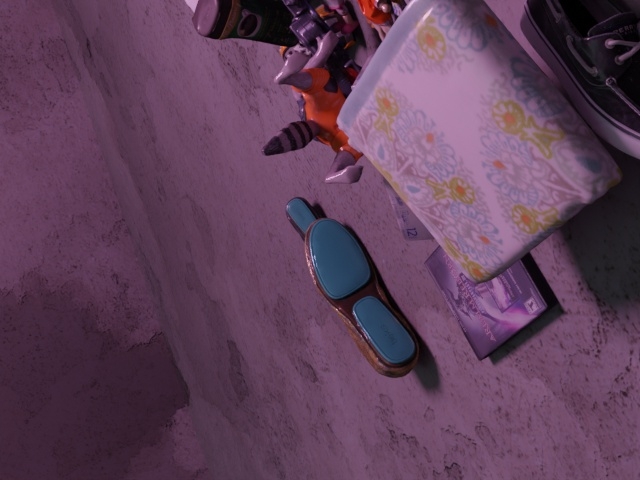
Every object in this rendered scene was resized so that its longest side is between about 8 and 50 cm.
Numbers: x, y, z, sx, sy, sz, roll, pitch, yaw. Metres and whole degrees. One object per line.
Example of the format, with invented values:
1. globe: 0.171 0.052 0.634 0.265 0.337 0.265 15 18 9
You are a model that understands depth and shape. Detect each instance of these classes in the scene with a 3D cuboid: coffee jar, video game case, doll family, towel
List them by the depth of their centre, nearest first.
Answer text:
1. towel: 0.186 -0.128 1.427 0.320 0.090 0.374 49 156 5
2. doll family: 0.069 -0.399 1.709 0.163 0.118 0.263 60 168 -31
3. video game case: 0.263 0.065 1.797 0.196 0.026 0.274 62 156 14
4. coffee jar: -0.117 -0.376 1.862 0.096 0.184 0.079 -62 41 37

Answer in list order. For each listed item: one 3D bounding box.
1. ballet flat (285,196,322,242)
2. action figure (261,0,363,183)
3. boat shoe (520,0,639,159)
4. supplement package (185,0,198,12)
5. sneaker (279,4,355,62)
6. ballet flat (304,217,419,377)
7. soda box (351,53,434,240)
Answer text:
1. ballet flat: 0.000 0.000 2.278 0.203 0.074 0.074 56 156 10
2. action figure: -0.016 -0.238 1.773 0.341 0.178 0.330 51 -166 -5
3. boat shoe: 0.337 -0.213 1.288 0.102 0.108 0.301 96 151 -51
4. supplement package: -0.139 -0.529 1.917 0.199 0.198 0.262 55 154 30
5. sneaker: -0.004 -0.335 1.952 0.083 0.084 0.215 61 156 4
6. ballet flat: 0.072 0.118 2.165 0.348 0.123 0.123 57 155 21
7. soda box: 0.140 -0.140 1.684 0.091 0.098 0.286 -4 126 26
